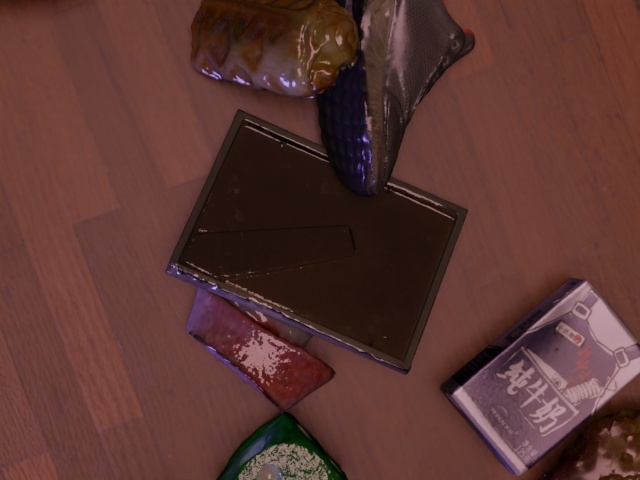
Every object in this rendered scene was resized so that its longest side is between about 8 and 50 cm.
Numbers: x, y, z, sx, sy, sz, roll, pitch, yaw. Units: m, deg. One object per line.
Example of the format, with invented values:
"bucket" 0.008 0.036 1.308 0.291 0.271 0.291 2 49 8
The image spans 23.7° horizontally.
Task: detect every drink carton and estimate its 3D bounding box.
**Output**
"drink carton" 0.275 0.163 1.858 0.222 0.102 0.134 -40 91 -3

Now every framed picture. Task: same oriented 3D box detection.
"framed picture" 0.000 0.000 1.832 0.315 0.024 0.232 24 67 -3

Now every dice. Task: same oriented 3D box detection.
"dice" -0.046 0.291 1.827 0.131 0.128 0.120 -45 95 -3

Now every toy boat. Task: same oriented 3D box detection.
"toy boat" -0.020 0.051 1.854 0.206 0.096 0.282 40 80 7

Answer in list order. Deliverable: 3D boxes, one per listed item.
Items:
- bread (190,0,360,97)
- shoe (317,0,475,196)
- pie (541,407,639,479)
"bread" -0.060 -0.241 1.786 0.088 0.232 0.128 41 74 -46
"shoe" 0.101 -0.220 1.833 0.171 0.132 0.337 1 97 -27
"pie" 0.414 0.378 1.868 0.288 0.103 0.355 -23 88 -2
